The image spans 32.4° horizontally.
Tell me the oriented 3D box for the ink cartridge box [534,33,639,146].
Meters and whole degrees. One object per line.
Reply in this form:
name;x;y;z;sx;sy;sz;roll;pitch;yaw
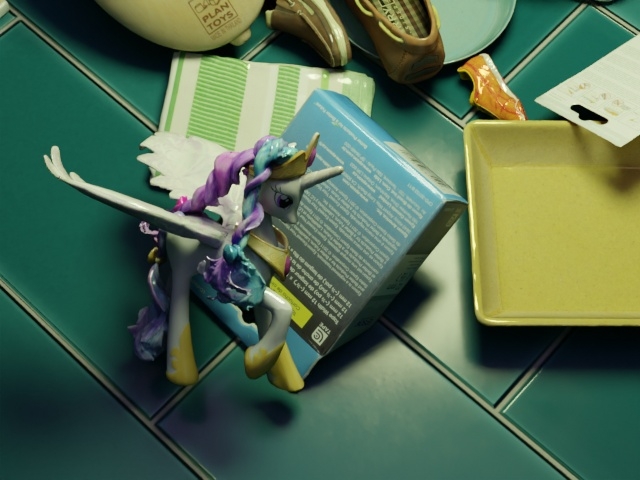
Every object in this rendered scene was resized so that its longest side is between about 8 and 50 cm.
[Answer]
ink cartridge box;0.475;-0.216;1.671;0.232;0.066;0.189;-36;43;-14

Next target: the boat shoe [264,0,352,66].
boat shoe;-0.042;-0.358;1.770;0.095;0.095;0.257;-27;55;-9

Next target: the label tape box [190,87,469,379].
label tape box;0.000;0.000;1.548;0.249;0.115;0.347;43;109;19

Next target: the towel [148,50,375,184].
towel;-0.087;-0.171;1.702;0.325;0.038;0.247;7;64;1

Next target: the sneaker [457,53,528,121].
sneaker;0.274;-0.211;1.717;0.067;0.064;0.175;-33;61;6

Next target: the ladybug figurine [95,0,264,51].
ladybug figurine;-0.253;-0.495;1.733;0.305;0.162;0.449;-32;98;4

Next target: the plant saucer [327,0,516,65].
plant saucer;0.161;-0.407;1.817;0.318;0.043;0.317;0;64;0

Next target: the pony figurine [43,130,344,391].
pony figurine;-0.152;0.001;1.434;0.351;0.363;0.303;17;23;20

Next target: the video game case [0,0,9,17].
video game case;-0.663;-0.366;1.804;0.206;0.026;0.227;35;68;16

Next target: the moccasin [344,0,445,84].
moccasin;0.082;-0.423;1.719;0.139;0.147;0.380;-15;64;-8

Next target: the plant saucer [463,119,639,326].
plant saucer;0.375;-0.014;1.596;0.333;0.081;0.332;1;63;-1
